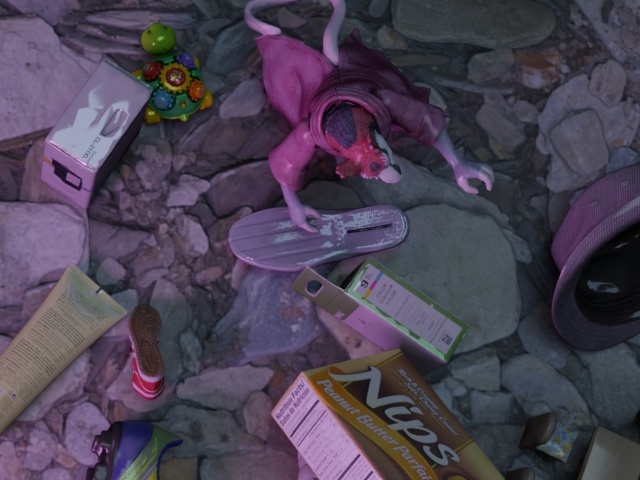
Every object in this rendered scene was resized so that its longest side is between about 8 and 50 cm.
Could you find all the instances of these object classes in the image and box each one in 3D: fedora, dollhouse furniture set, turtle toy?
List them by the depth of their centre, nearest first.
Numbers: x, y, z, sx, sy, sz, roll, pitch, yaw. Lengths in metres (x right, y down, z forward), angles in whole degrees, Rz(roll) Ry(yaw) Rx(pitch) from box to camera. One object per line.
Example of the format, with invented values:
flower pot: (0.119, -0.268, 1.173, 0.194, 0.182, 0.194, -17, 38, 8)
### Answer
dollhouse furniture set: (0.339, 0.349, 1.790, 0.212, 0.161, 0.242, 25, 73, -5)
turtle toy: (-0.192, -0.212, 1.860, 0.095, 0.066, 0.130, -19, 81, -16)
fedora: (0.392, 0.001, 1.882, 0.275, 0.244, 0.124, -42, 45, 14)

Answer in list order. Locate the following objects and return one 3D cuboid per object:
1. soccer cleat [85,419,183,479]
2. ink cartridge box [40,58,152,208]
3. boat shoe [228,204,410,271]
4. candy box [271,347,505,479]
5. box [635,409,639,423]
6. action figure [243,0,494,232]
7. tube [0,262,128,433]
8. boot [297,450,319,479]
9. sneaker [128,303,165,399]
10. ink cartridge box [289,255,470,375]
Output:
soccer cleat: (-0.219, 0.354, 1.705, 0.121, 0.093, 0.289, 10, 75, -17)
ink cartridge box: (-0.271, -0.127, 1.765, 0.072, 0.175, 0.127, 33, 72, -3)
boat shoe: (0.000, 0.000, 1.849, 0.226, 0.076, 0.083, -1, 82, 4)
candy box: (0.108, 0.278, 1.703, 0.183, 0.087, 0.316, -8, 51, -48)
box: (0.551, 0.205, 1.881, 0.183, 0.059, 0.232, 40, 96, -2)
action figure: (0.048, -0.166, 1.741, 0.248, 0.370, 0.275, -17, 105, 4)
tube: (-0.340, 0.142, 1.751, 0.240, 0.062, 0.070, -50, 134, -23)
boot: (0.085, 0.318, 1.780, 0.258, 0.095, 0.123, 24, 42, -27)
sneaker: (-0.213, 0.139, 1.789, 0.042, 0.067, 0.118, -2, 47, -11)
ink cartridge box: (0.073, 0.081, 1.825, 0.209, 0.109, 0.062, 34, 72, -2)
